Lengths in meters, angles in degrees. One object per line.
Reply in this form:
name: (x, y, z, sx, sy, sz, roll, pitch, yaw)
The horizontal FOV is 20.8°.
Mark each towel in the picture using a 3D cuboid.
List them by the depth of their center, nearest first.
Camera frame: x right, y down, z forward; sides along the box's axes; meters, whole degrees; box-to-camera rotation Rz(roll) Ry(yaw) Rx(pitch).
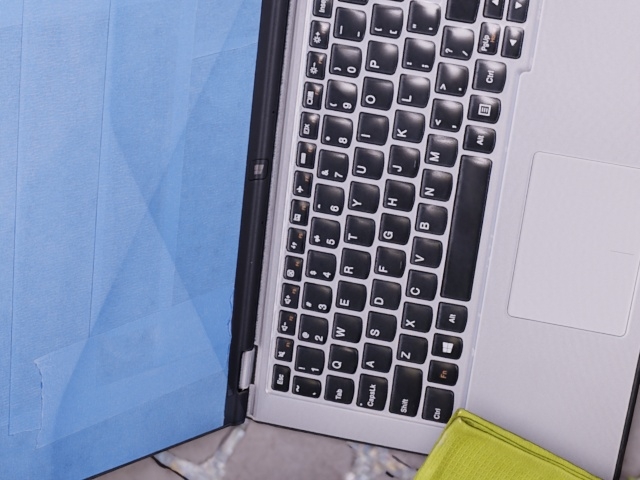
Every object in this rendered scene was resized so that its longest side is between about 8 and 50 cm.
towel: (0.165, 0.201, 1.106, 0.237, 0.021, 0.102, 28, 103, -6)

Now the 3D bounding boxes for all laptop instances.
laptop: (0.000, 0.000, 1.021, 0.407, 0.236, 0.382, 11, 115, 8)
